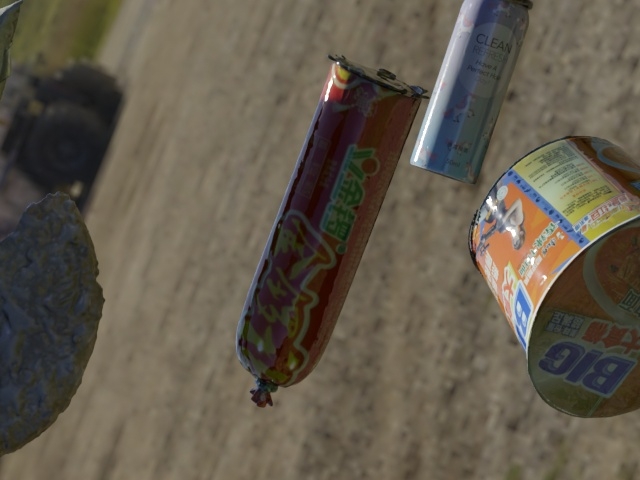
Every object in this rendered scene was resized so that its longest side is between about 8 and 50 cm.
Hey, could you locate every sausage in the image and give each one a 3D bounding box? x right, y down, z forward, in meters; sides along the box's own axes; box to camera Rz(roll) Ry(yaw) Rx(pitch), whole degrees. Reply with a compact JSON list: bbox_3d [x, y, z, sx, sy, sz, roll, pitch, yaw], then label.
[{"bbox_3d":[0.000,0.000,1.396,0.083,0.083,0.264,-118,47,-78],"label":"sausage"}]

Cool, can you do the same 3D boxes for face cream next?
[{"bbox_3d":[0.162,-0.176,1.985,0.075,0.075,0.229,-147,74,-81],"label":"face cream"}]

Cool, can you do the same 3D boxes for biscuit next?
[{"bbox_3d":[-0.246,0.089,1.424,0.250,0.133,0.032,-41,-9,4],"label":"biscuit"}]

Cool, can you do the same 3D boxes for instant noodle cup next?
[{"bbox_3d":[0.318,0.029,2.220,0.296,0.296,0.214,-64,37,23],"label":"instant noodle cup"}]

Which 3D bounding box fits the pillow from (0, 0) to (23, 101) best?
[{"bbox_3d":[-0.248,-0.054,1.105,0.134,0.078,0.181,-17,54,43],"label":"pillow"}]
